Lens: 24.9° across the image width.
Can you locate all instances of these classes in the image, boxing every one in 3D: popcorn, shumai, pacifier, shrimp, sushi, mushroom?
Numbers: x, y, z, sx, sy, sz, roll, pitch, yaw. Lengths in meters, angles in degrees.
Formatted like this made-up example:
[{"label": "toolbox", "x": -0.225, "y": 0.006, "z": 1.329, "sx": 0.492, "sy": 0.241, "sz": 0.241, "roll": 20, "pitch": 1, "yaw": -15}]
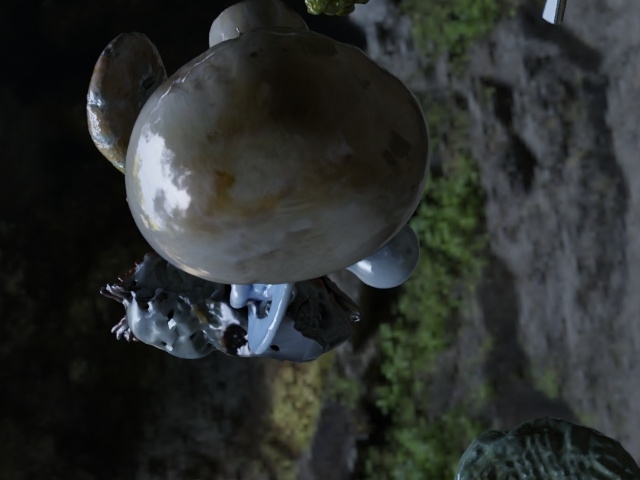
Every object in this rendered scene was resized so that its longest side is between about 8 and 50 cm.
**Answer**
[{"label": "popcorn", "x": 0.017, "y": -0.230, "z": 1.255, "sx": 0.059, "sy": 0.083, "sz": 0.068, "roll": 55, "pitch": 167, "yaw": 7}, {"label": "shumai", "x": 0.331, "y": 0.405, "z": 1.963, "sx": 0.263, "sy": 0.304, "sz": 0.309, "roll": 58, "pitch": -148, "yaw": -72}, {"label": "pacifier", "x": 0.000, "y": 0.000, "z": 1.630, "sx": 0.238, "sy": 0.225, "sz": 0.287, "roll": 137, "pitch": 148, "yaw": -75}, {"label": "shrimp", "x": -0.218, "y": -0.153, "z": 1.882, "sx": 0.317, "sy": 0.077, "sz": 0.168, "roll": 55, "pitch": -129, "yaw": -62}, {"label": "sushi", "x": -0.114, "y": 0.089, "z": 1.901, "sx": 0.130, "sy": 0.332, "sz": 0.124, "roll": -74, "pitch": -12, "yaw": -49}, {"label": "mushroom", "x": -0.052, "y": -0.114, "z": 1.372, "sx": 0.292, "sy": 0.292, "sz": 0.290, "roll": 64, "pitch": -171, "yaw": -55}]

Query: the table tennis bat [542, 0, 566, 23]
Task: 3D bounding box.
[{"label": "table tennis bat", "x": 0.365, "y": -0.444, "z": 2.108, "sx": 0.154, "sy": 0.021, "sz": 0.274, "roll": 43, "pitch": 136, "yaw": 41}]
